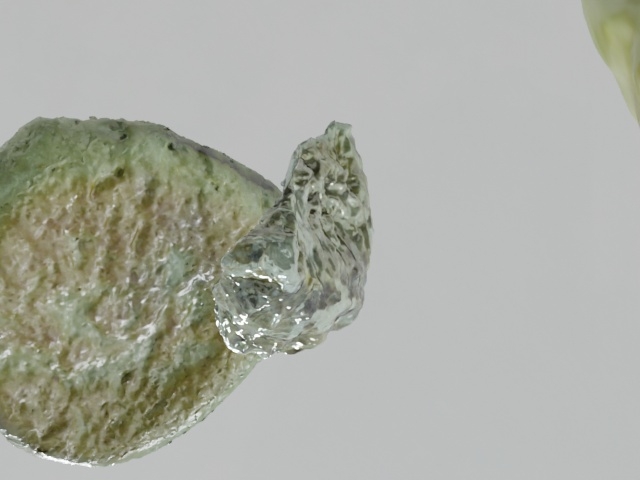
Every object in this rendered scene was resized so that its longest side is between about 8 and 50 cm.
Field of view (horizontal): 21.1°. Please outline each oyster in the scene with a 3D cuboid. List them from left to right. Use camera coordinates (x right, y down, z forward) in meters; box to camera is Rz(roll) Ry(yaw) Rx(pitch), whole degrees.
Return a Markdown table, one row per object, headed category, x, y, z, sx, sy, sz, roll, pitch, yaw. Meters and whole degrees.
| category | x | y | z | sx | sy | sz | roll | pitch | yaw |
| --- | --- | --- | --- | --- | --- | --- | --- | --- | --- |
| oyster | 0.000 | -0.001 | 0.586 | 0.037 | 0.098 | 0.100 | 19 | -124 | 17 |

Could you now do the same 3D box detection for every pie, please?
| category | x | y | z | sx | sy | sz | roll | pitch | yaw |
| --- | --- | --- | --- | --- | --- | --- | --- | --- | --- |
| pie | -0.172 | 0.045 | 1.423 | 0.323 | 0.323 | 0.070 | -47 | -149 | -2 |

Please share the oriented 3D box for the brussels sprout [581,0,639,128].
| category | x | y | z | sx | sy | sz | roll | pitch | yaw |
| --- | --- | --- | --- | --- | --- | --- | --- | --- | --- |
| brussels sprout | 0.202 | -0.126 | 0.550 | 0.243 | 0.273 | 0.316 | -1 | -119 | 11 |
